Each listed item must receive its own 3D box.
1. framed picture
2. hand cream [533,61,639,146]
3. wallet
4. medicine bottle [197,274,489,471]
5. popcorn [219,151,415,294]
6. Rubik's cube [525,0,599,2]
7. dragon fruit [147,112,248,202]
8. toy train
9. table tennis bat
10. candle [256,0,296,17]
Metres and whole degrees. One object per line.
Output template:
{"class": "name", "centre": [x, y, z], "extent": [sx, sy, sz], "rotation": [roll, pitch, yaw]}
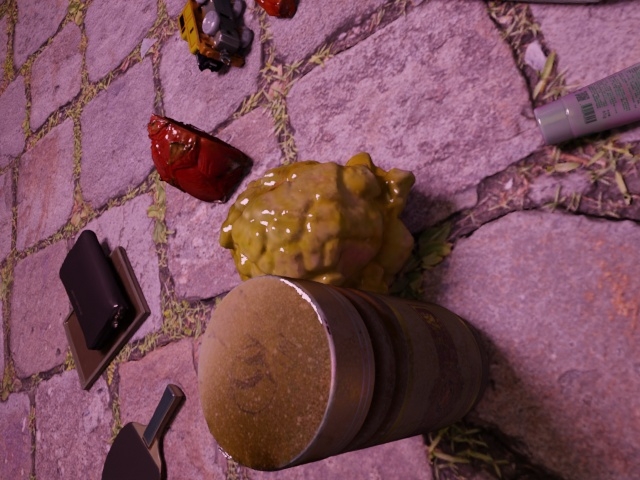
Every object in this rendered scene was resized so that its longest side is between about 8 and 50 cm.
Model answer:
{"class": "framed picture", "centre": [-0.463, 0.163, 1.116], "extent": [0.260, 0.023, 0.189], "rotation": [-48, 56, 19]}
{"class": "hand cream", "centre": [0.326, -0.153, 0.568], "extent": [0.174, 0.047, 0.076], "rotation": [-20, 68, 24]}
{"class": "wallet", "centre": [-0.479, 0.106, 1.102], "extent": [0.149, 0.044, 0.250], "rotation": [-50, 56, 21]}
{"class": "medicine bottle", "centre": [0.048, 0.128, 0.536], "extent": [0.151, 0.322, 0.151], "rotation": [-9, 75, 36]}
{"class": "popcorn", "centre": [0.000, 0.000, 0.682], "extent": [0.259, 0.259, 0.212], "rotation": [-4, 92, 37]}
{"class": "Rubik's cube", "centre": [0.193, -0.493, 0.545], "extent": [0.347, 0.351, 0.352], "rotation": [25, 93, 38]}
{"class": "dragon fruit", "centre": [-0.229, -0.137, 0.924], "extent": [0.127, 0.161, 0.121], "rotation": [34, 99, 49]}
{"class": "toy train", "centre": [-0.209, -0.403, 1.008], "extent": [0.127, 0.089, 0.219], "rotation": [-36, 61, 38]}
{"class": "table tennis bat", "centre": [-0.327, 0.390, 0.961], "extent": [0.173, 0.022, 0.301], "rotation": [37, 104, 38]}
{"class": "candle", "centre": [-0.107, -0.448, 0.960], "extent": [0.162, 0.048, 0.053], "rotation": [43, 124, 36]}
